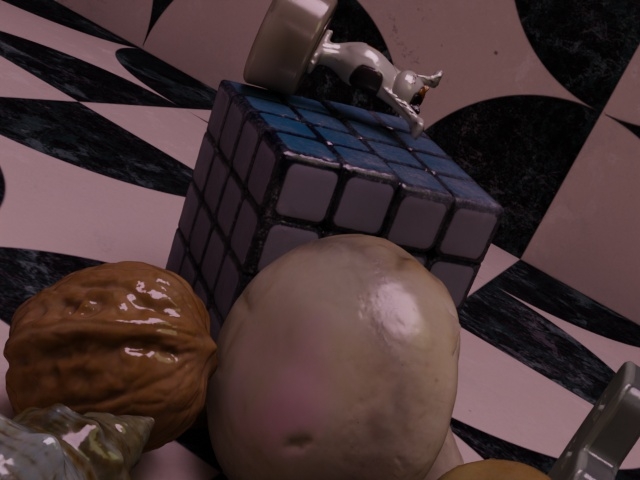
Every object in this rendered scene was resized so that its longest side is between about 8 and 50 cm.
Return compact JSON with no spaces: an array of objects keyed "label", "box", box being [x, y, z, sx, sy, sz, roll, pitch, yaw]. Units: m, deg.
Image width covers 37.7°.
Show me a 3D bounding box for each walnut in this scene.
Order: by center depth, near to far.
[{"label":"walnut","box":[-0.202,0.118,0.933,0.213,0.213,0.213,24,15,-7]}]

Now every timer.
[{"label":"timer","box":[0.043,-0.253,1.351,0.266,0.175,0.175,25,15,-3]}]

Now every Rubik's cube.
[{"label":"Rubik's cube","box":[0.000,0.000,1.353,0.337,0.344,0.344,10,22,-26]}]

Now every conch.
[{"label":"conch","box":[-0.267,0.187,0.683,0.203,0.170,0.386,27,13,31]}]

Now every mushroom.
[{"label":"mushroom","box":[0.008,0.174,1.012,0.315,0.356,0.315,3,30,-2]}]

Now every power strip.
[{"label":"power strip","box":[0.321,0.282,1.141,0.059,0.265,0.193,32,18,12]}]

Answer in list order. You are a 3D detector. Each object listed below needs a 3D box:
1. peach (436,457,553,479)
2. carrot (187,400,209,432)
[{"label":"peach","box":[0.183,0.318,0.912,0.232,0.233,0.232,24,15,-7]},{"label":"carrot","box":[-0.129,0.205,1.086,0.254,0.049,0.049,8,23,-45]}]
